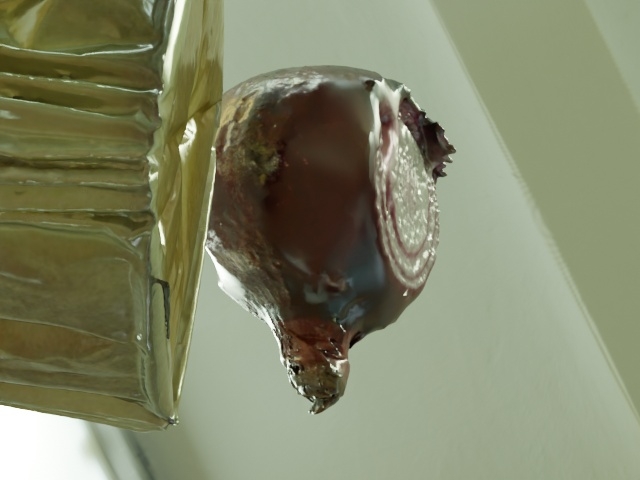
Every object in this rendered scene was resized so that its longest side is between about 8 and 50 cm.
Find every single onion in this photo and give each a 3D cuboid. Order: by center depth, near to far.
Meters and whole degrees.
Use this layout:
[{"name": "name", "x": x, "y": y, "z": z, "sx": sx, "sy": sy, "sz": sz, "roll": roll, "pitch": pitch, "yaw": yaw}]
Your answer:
[{"name": "onion", "x": -0.014, "y": 0.000, "z": 0.750, "sx": 0.135, "sy": 0.173, "sz": 0.198, "roll": 1, "pitch": -117, "yaw": 29}]

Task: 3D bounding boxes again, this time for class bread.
[{"name": "bread", "x": -0.099, "y": -0.048, "z": 0.509, "sx": 0.110, "sy": 0.192, "sz": 0.209, "roll": 5, "pitch": -126, "yaw": -2}]
